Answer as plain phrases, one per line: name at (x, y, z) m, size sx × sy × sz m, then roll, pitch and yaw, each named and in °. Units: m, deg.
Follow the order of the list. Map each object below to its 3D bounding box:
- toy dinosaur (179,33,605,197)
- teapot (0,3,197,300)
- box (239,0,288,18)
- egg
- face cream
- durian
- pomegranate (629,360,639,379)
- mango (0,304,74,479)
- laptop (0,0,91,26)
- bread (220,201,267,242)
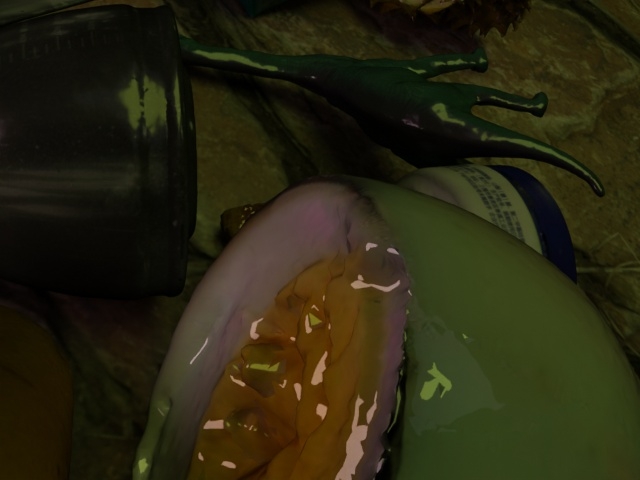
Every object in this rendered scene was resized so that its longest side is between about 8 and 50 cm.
toy dinosaur at (0.043, -0.130, 1.012) m, size 0.331 × 0.129 × 0.383 m, roll -1°, pitch 26°, yaw -28°
teapot at (-0.228, -0.105, 0.826) m, size 0.240 × 0.239 × 0.321 m, roll -1°, pitch 60°, yaw -13°
box at (0.001, -0.377, 1.153) m, size 0.245 × 0.153 × 0.092 m, roll -28°, pitch 68°, yaw -12°
egg at (0.083, 0.166, 0.707) m, size 0.340 × 0.354 × 0.354 m, roll 23°, pitch 46°, yaw -27°
face cream at (0.127, 0.033, 0.920) m, size 0.111 × 0.206 × 0.205 m, roll -5°, pitch 58°, yaw -26°
durian at (0.124, -0.355, 1.272) m, size 0.196 × 0.185 × 0.305 m, roll -29°, pitch 67°, yaw -20°
pomegranate at (0.277, 0.208, 0.897) m, size 0.225 × 0.187 × 0.187 m, roll 40°, pitch 36°, yaw -41°
mango at (-0.268, 0.131, 0.604) m, size 0.253 × 0.182 × 0.365 m, roll 5°, pitch 23°, yaw 6°
laptop at (-0.344, -0.186, 0.886) m, size 0.188 × 0.015 × 0.269 m, roll 10°, pitch 29°, yaw 42°
bread at (-0.006, 0.021, 0.952) m, size 0.154 × 0.054 × 0.135 m, roll -13°, pitch 62°, yaw -9°
